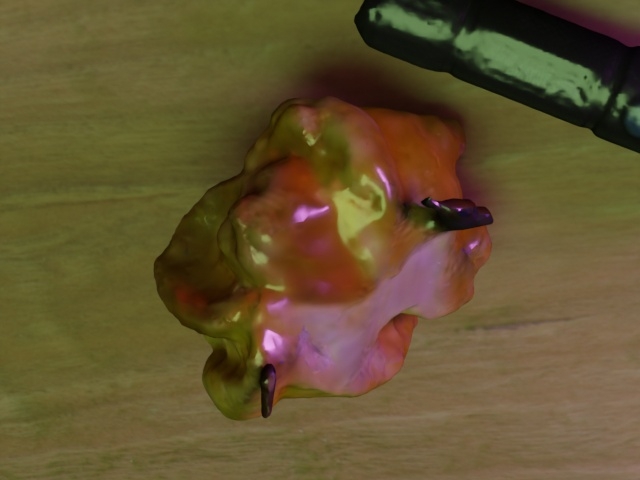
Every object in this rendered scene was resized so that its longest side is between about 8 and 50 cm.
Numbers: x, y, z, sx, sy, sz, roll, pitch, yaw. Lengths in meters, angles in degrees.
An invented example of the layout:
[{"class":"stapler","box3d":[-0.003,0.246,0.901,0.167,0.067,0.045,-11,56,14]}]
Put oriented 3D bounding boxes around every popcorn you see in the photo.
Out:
[{"class":"popcorn","box3d":[0.000,0.000,1.371,0.316,0.281,0.297,-19,128,-16]}]

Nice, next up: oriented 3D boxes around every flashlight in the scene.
[{"class":"flashlight","box3d":[0.236,-0.134,1.257,0.424,0.103,0.103,22,135,1]}]
